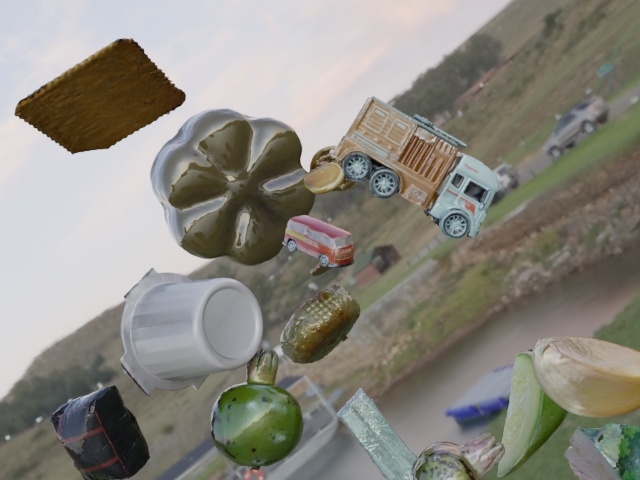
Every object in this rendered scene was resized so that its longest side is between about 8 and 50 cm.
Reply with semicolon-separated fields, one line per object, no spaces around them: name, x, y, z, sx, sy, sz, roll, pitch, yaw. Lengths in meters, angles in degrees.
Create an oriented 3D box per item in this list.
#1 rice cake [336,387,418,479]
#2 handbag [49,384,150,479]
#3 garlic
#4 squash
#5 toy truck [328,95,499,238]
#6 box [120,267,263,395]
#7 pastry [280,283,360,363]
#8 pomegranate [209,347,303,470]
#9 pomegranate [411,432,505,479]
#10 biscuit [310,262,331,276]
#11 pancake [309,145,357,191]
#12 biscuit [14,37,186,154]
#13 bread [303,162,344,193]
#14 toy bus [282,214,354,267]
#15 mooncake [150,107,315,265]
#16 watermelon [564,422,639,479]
rice cake;0.127;0.421;1.689;0.085;0.226;0.040;-38;-6;-9
handbag;-0.516;0.459;1.892;0.169;0.215;0.155;-20;9;30
garlic;0.463;0.223;1.399;0.164;0.245;0.145;128;152;-58
squash;0.460;0.371;1.798;0.289;0.203;0.111;-19;-11;-45
toy truck;0.178;-0.135;1.472;0.162;0.305;0.136;-60;3;9
box;-0.227;0.185;1.638;0.206;0.262;0.291;-12;-19;43
pastry;0.002;0.196;1.811;0.192;0.093;0.182;-38;-22;-21
pomegranate;-0.129;0.344;1.654;0.202;0.247;0.202;5;-11;1
pomegranate;0.221;0.380;1.343;0.163;0.126;0.138;-64;-14;2
biscuit;0.014;0.057;1.966;0.091;0.015;0.078;-32;-17;5
pancake;0.043;-0.208;2.381;0.158;0.158;0.028;-39;10;30
biscuit;-0.373;-0.236;1.394;0.237;0.013;0.232;-29;-23;6
bread;0.009;-0.163;2.095;0.110;0.110;0.024;-36;-44;-10
toy bus;0.000;0.000;1.756;0.079;0.174;0.077;-12;-64;-43
mooncake;-0.255;-0.159;2.358;0.467;0.467;0.262;-36;16;-11
watermelon;0.809;0.583;2.083;0.222;0.319;0.292;-34;-24;-19
